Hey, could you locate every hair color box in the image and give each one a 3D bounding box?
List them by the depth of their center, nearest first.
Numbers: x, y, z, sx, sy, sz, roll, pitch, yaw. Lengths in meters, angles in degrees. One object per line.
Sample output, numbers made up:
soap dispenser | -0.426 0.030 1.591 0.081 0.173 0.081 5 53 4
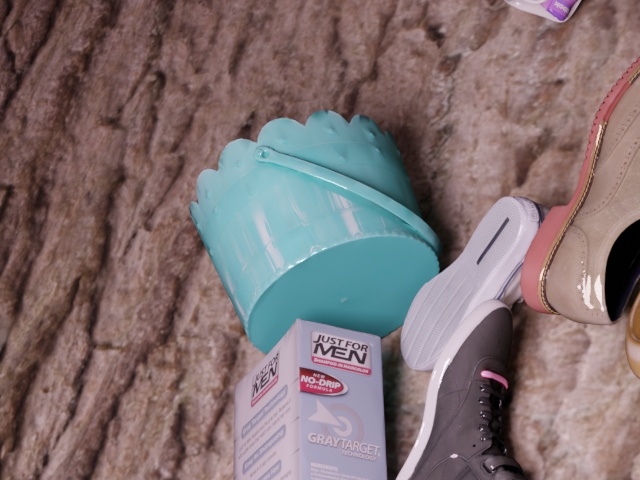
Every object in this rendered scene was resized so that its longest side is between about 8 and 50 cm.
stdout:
hair color box | -0.013 0.298 1.827 0.185 0.114 0.374 -48 36 49

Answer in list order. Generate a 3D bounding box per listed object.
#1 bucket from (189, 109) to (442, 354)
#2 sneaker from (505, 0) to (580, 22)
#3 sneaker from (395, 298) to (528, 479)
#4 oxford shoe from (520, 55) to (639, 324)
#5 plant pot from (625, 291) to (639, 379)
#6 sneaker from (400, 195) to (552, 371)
bucket | 0.000 0.000 1.946 0.281 0.281 0.183 -35 56 18
sneaker | 0.340 -0.343 2.004 0.282 0.102 0.161 -9 62 48
sneaker | 0.183 0.214 1.781 0.147 0.104 0.295 16 81 42
oxford shoe | 0.353 -0.061 1.791 0.130 0.123 0.348 22 84 47
plant pot | 0.388 0.041 1.674 0.236 0.032 0.236 -48 10 11
sneaker | 0.189 0.059 1.881 0.258 0.091 0.094 -52 44 32
